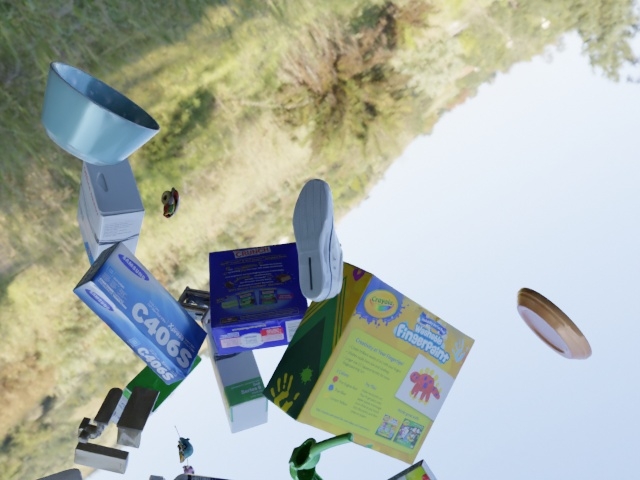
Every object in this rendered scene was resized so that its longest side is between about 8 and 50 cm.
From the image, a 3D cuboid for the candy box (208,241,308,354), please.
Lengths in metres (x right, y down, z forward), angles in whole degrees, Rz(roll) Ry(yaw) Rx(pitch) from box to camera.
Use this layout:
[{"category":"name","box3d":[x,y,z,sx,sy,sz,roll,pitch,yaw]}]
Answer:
[{"category":"candy box","box3d":[-0.174,0.155,1.908,0.268,0.122,0.317,-7,-140,-4]}]

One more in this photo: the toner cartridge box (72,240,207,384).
[{"category":"toner cartridge box","box3d":[-0.444,0.185,1.699,0.075,0.348,0.165,-26,-154,27]}]

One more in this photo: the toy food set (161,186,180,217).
[{"category":"toy food set","box3d":[-0.400,-0.100,1.794,0.082,0.020,0.083,-19,-118,45]}]

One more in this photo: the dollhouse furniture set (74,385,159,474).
[{"category":"dollhouse furniture set","box3d":[-0.456,0.417,1.509,0.123,0.144,0.151,-80,-176,-60]}]

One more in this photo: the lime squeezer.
[{"category":"lime squeezer","box3d":[-0.005,0.387,1.144,0.059,0.110,0.310,-45,153,-32]}]

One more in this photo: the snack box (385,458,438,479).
[{"category":"snack box","box3d":[0.159,0.486,1.249,0.141,0.100,0.037,-35,173,16]}]

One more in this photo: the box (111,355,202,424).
[{"category":"box","box3d":[-0.545,0.479,2.207,0.231,0.127,0.262,-45,-178,44]}]

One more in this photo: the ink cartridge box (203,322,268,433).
[{"category":"ink cartridge box","box3d":[-0.257,0.405,2.057,0.121,0.289,0.211,-14,147,-15]}]

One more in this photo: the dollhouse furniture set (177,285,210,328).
[{"category":"dollhouse furniture set","box3d":[-0.396,0.269,2.263,0.129,0.184,0.129,8,-132,21]}]

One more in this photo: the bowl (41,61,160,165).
[{"category":"bowl","box3d":[-0.594,-0.309,1.752,0.163,0.311,0.311,-54,-175,10]}]

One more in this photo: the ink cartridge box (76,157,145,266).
[{"category":"ink cartridge box","box3d":[-0.629,-0.081,2.004,0.129,0.223,0.307,-9,151,-29]}]

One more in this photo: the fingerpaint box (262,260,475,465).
[{"category":"fingerpaint box","box3d":[0.132,0.307,1.669,0.163,0.444,0.371,22,-98,51]}]

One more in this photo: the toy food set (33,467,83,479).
[{"category":"toy food set","box3d":[-0.517,0.504,1.260,0.219,0.092,0.306,-16,153,-11]}]

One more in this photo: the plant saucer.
[{"category":"plant saucer","box3d":[0.492,0.185,1.447,0.037,0.200,0.200,-41,-171,-4]}]

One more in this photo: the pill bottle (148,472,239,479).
[{"category":"pill bottle","box3d":[-0.278,0.627,1.568,0.153,0.264,0.153,-168,-90,-78]}]

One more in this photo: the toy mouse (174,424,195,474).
[{"category":"toy mouse","box3d":[-0.356,0.585,1.806,0.031,0.161,0.143,-7,179,-21]}]

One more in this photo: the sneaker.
[{"category":"sneaker","box3d":[0.000,0.000,1.434,0.094,0.258,0.091,0,177,34]}]
